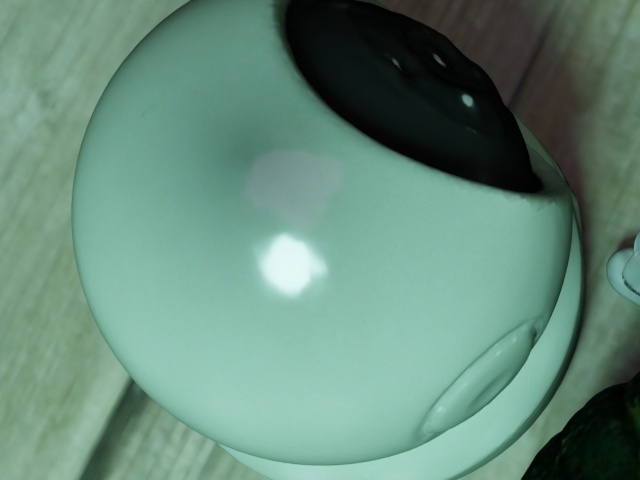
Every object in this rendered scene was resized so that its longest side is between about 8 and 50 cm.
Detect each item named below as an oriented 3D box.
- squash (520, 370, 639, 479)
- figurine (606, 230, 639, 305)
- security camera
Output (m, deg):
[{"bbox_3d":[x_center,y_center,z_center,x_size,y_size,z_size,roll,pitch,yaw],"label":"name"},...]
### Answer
[{"bbox_3d":[0.163,0.138,0.697,0.218,0.218,0.172,-33,36,4],"label":"squash"},{"bbox_3d":[0.165,0.031,0.787,0.094,0.082,0.086,-2,59,-13],"label":"figurine"},{"bbox_3d":[0.000,0.000,0.740,0.194,0.236,0.195,-3,77,15],"label":"security camera"}]
